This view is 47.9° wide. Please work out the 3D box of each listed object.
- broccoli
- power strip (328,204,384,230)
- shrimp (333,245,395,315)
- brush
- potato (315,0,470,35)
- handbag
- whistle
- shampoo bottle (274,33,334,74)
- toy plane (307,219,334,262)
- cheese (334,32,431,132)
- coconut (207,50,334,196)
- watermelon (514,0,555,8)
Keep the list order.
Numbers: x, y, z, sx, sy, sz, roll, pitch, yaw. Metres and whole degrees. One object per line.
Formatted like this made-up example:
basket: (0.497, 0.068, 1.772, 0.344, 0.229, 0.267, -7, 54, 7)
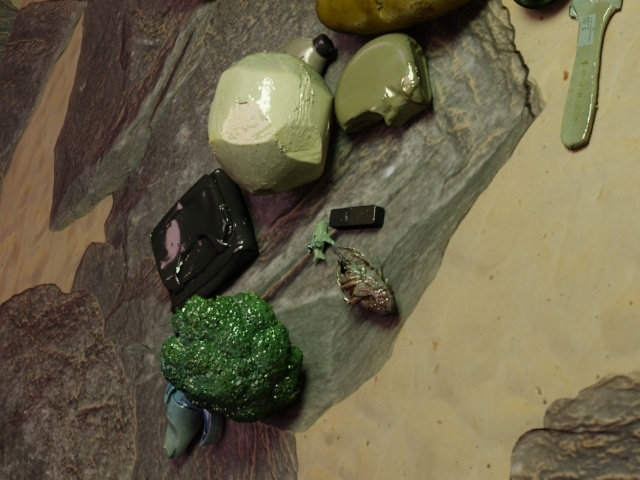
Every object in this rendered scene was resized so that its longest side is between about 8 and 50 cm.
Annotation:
broccoli: (-0.156, 0.197, 1.292, 0.270, 0.270, 0.270, -43, 15, 25)
power strip: (0.063, -0.041, 1.289, 0.111, 0.029, 0.038, -5, 73, 43)
shrimp: (0.068, 0.065, 1.222, 0.190, 0.074, 0.073, -126, 34, -52)
brush: (0.397, -0.295, 1.060, 0.085, 0.020, 0.337, 2, 77, 44)
potato: (0.120, -0.458, 1.289, 0.369, 0.176, 0.196, 6, 85, 50)
handbag: (-0.259, 0.004, 1.555, 0.275, 0.088, 0.244, -38, 56, 27)
whistle: (-0.249, 0.308, 1.438, 0.180, 0.093, 0.269, 34, 106, 46)
shampoo bottle: (-0.073, -0.340, 1.495, 0.256, 0.078, 0.127, -30, 56, 32)
toy plane: (-0.002, -0.001, 1.336, 0.080, 0.033, 0.083, -22, 60, 54)
cheese: (0.106, -0.270, 1.287, 0.202, 0.091, 0.175, -31, 56, 35)
coconut: (-0.094, -0.206, 1.344, 0.245, 0.245, 0.248, -5, 71, 43)
watermelon: (0.336, -0.410, 1.104, 0.109, 0.109, 0.109, -17, 64, 40)
